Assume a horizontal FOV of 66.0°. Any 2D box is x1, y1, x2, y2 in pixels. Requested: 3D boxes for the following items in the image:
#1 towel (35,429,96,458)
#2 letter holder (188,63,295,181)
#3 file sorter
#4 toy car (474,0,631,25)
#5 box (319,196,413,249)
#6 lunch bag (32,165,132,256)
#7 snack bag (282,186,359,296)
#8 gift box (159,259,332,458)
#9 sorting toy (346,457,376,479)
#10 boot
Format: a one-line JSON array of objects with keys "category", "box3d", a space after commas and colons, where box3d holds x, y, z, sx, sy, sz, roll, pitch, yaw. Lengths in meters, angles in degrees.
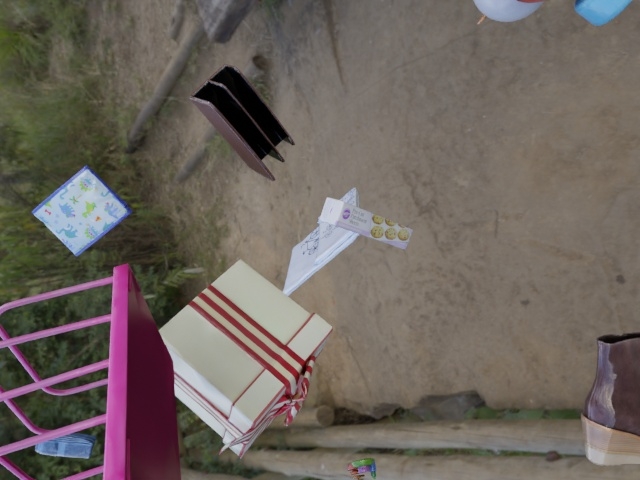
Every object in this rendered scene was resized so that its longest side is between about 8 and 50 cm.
[{"category": "towel", "box3d": [-0.575, 0.463, 1.113, 0.029, 0.119, 0.067, -109, 38, -58]}, {"category": "letter holder", "box3d": [-0.208, -0.344, 1.457, 0.302, 0.152, 0.214, 50, 172, -35]}, {"category": "file sorter", "box3d": [-0.275, 0.212, 0.557, 0.291, 0.182, 0.202, -116, 14, -49]}, {"category": "toy car", "box3d": [0.285, -0.388, 0.662, 0.210, 0.219, 0.238, -59, 7, -5]}, {"category": "box", "box3d": [0.132, -0.041, 1.327, 0.063, 0.324, 0.067, 20, 91, 44]}, {"category": "lunch bag", "box3d": [-0.486, -0.066, 1.023, 0.151, 0.096, 0.129, -33, 110, 20]}, {"category": "snack bag", "box3d": [0.000, 0.000, 1.602, 0.342, 0.037, 0.323, -42, 19, 23]}, {"category": "gift box", "box3d": [-0.149, 0.245, 0.920, 0.258, 0.276, 0.255, 35, 148, 12]}, {"category": "sorting toy", "box3d": [0.096, 0.518, 1.107, 0.102, 0.061, 0.042, 109, 155, -57]}, {"category": "boot", "box3d": [0.541, 0.257, 0.810, 0.090, 0.248, 0.207, -163, 77, -68]}]
